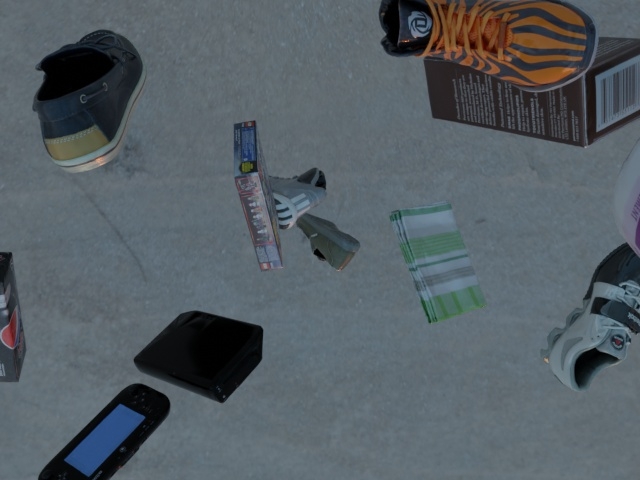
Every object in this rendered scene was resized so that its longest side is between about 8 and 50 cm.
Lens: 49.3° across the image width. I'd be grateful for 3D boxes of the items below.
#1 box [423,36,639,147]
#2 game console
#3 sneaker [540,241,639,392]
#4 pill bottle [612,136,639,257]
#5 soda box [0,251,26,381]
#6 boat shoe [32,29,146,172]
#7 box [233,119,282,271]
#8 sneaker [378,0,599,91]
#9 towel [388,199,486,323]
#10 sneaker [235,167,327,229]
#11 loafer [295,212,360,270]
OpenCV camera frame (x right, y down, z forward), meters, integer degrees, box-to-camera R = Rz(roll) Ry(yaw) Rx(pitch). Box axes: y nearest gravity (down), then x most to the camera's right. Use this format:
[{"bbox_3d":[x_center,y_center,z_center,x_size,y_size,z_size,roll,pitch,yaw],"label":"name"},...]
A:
[{"bbox_3d":[0.390,-0.291,1.293,0.191,0.381,0.143,-26,121,-24],"label":"box"},{"bbox_3d":[-0.249,0.242,1.036,0.213,0.361,0.044,5,131,43],"label":"game console"},{"bbox_3d":[0.571,0.156,1.353,0.122,0.146,0.331,21,110,-15],"label":"sneaker"},{"bbox_3d":[0.317,0.037,0.389,0.169,0.302,0.169,-11,135,-12],"label":"pill bottle"},{"bbox_3d":[-0.383,0.091,0.810,0.060,0.053,0.169,2,130,-11],"label":"soda box"},{"bbox_3d":[-0.467,-0.329,1.407,0.186,0.500,0.156,-15,129,4],"label":"boat shoe"},{"bbox_3d":[-0.067,-0.047,0.755,0.027,0.094,0.137,-9,134,2],"label":"box"},{"bbox_3d":[0.195,-0.271,0.936,0.180,0.321,0.125,-7,110,-34],"label":"sneaker"},{"bbox_3d":[0.155,0.023,0.897,0.113,0.152,0.023,-12,167,-38],"label":"towel"},{"bbox_3d":[-0.058,-0.087,1.251,0.132,0.228,0.086,-28,117,-18],"label":"sneaker"},{"bbox_3d":[0.000,0.000,1.639,0.094,0.251,0.088,19,99,-29],"label":"loafer"}]
